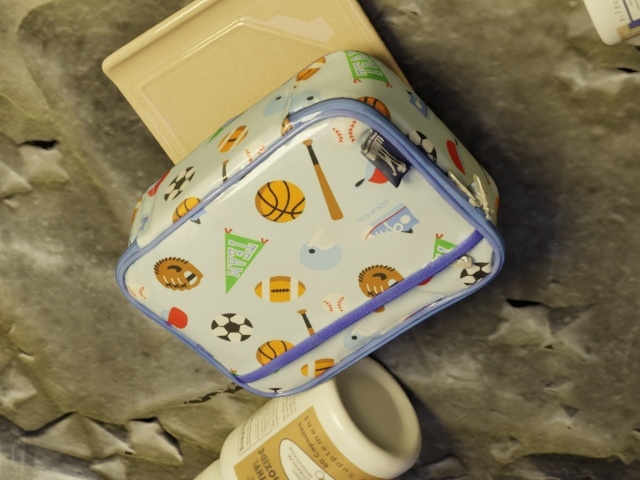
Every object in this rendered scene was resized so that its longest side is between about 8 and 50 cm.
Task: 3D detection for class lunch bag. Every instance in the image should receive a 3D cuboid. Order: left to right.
[{"bbox_3d":[0.000,0.000,0.880,0.303,0.115,0.243,-32,119,27],"label":"lunch bag"}]

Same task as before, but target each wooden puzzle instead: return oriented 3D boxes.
[{"bbox_3d":[-0.034,-0.114,0.902,0.221,0.044,0.239,-26,116,23],"label":"wooden puzzle"}]

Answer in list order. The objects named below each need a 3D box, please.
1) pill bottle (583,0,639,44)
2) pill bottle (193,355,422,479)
[{"bbox_3d":[0.271,-0.223,0.737,0.186,0.112,0.112,-21,112,21],"label":"pill bottle"},{"bbox_3d":[-0.023,0.219,1.027,0.131,0.131,0.229,42,118,-12],"label":"pill bottle"}]
